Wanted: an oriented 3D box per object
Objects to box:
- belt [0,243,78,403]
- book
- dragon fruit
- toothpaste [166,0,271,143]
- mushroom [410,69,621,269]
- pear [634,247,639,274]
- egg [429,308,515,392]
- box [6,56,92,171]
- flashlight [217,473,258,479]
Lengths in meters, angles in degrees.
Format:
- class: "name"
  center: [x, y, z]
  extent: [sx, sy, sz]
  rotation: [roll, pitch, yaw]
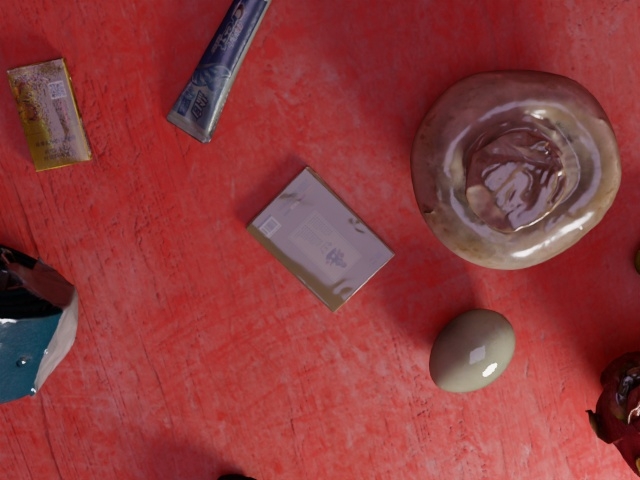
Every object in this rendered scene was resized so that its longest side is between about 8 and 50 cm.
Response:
- class: "belt"
  center: [-0.546, 0.095, 1.274]
  extent: [0.436, 0.300, 0.173]
  rotation: [7, 111, -44]
- class: "book"
  center: [0.000, 0.000, 1.451]
  extent: [0.138, 0.016, 0.199]
  rotation: [-44, 101, 8]
- class: "dragon fruit"
  center: [0.555, 0.272, 1.430]
  extent: [0.250, 0.315, 0.250]
  rotation: [-1, 88, 37]
- class: "toothpaste"
  center: [-0.138, -0.273, 1.364]
  extent: [0.069, 0.047, 0.268]
  rotation: [24, 106, -21]
- class: "mushroom"
  center: [0.276, -0.091, 1.296]
  extent: [0.297, 0.290, 0.297]
  rotation: [0, 105, -1]
- class: "pear"
  center: [0.535, 0.029, 1.445]
  extent: [0.092, 0.092, 0.097]
  rotation: [44, 141, -12]
- class: "egg"
  center: [0.234, 0.173, 1.454]
  extent: [0.114, 0.114, 0.152]
  rotation: [40, 105, -11]
- class: "box"
  center: [-0.401, -0.186, 1.387]
  extent: [0.089, 0.022, 0.156]
  rotation: [-14, 104, 0]
- class: "flashlight"
  center: [-0.163, 0.585, 1.560]
  extent: [0.103, 0.103, 0.424]
  rotation: [10, 103, -5]
